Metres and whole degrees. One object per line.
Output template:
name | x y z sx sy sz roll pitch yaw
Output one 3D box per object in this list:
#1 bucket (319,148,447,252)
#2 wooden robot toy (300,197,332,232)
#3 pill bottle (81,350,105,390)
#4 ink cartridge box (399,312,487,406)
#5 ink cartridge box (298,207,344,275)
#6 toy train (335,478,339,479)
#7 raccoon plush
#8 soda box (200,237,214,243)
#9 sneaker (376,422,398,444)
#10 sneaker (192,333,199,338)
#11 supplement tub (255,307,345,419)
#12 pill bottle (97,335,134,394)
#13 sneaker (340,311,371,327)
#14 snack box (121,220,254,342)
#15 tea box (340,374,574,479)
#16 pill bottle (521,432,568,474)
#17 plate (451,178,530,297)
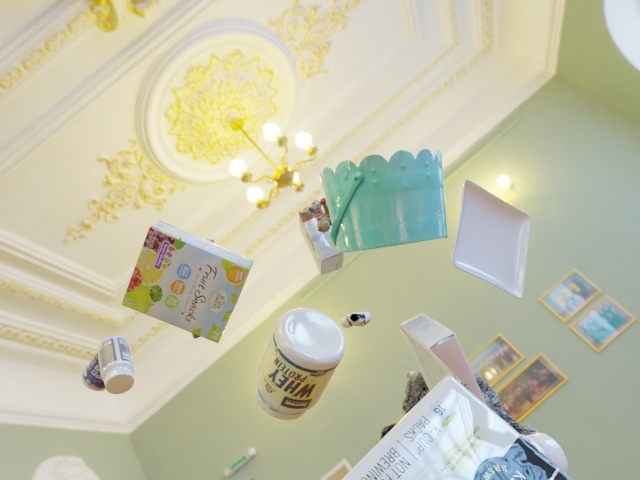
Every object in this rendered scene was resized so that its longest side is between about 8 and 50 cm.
bucket | 0.140 -0.078 1.033 0.281 0.183 0.281 -8 -1 0
wooden robot toy | 0.007 -0.059 1.231 0.079 0.173 0.076 -53 -43 -30
pill bottle | -0.725 0.416 1.615 0.169 0.094 0.094 -55 -33 4
ink cartridge box | 0.275 0.307 0.888 0.066 0.261 0.296 -28 -76 -7
ink cartridge box | 0.000 0.000 1.430 0.072 0.175 0.127 -21 -23 -10
toy train | 0.036 0.638 1.181 0.023 0.017 0.083 72 -151 -59
raccoon plush | 0.483 0.533 1.536 0.299 0.446 0.216 25 -105 -48
soda box | -0.352 0.022 1.322 0.063 0.183 0.058 0 -89 -32
sneaker | 0.204 0.492 1.139 0.109 0.130 0.286 -23 -11 15
sneaker | -0.386 0.251 1.563 0.083 0.190 0.071 -5 -65 -12
supplement tub | -0.077 0.411 1.567 0.235 0.235 0.325 -10 -45 -41
pill bottle | -0.506 0.308 1.182 0.078 0.137 0.078 -15 -54 -21
sneaker | 0.109 0.222 1.345 0.109 0.040 0.044 -7 -25 -41
snack box | -0.261 0.083 0.948 0.070 0.207 0.174 -93 26 -76
tea box | 0.097 0.349 0.344 0.329 0.323 0.220 -30 -35 -32
pill bottle | 0.509 0.616 1.275 0.283 0.160 0.160 -3 -45 -26
plate | 0.491 -0.002 1.385 0.277 0.278 0.045 25 -24 -22
